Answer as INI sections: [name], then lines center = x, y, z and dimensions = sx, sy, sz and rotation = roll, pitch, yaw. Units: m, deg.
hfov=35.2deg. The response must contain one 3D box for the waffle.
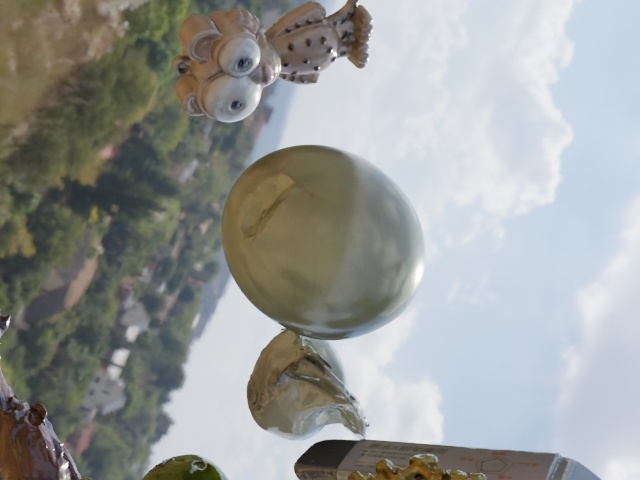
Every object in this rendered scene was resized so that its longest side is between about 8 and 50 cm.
[waffle]
center = 0.099, 0.284, 0.966
dimensions = 0.192, 0.161, 0.046
rotation = -82, 157, -50

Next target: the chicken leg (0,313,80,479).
[chicken leg]
center = -0.396, 0.216, 1.256
dimensions = 0.113, 0.304, 0.093
rotation = -25, 176, -2

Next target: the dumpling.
[dumpling]
center = -0.010, 0.199, 1.296
dimensions = 0.142, 0.172, 0.247
rotation = -53, -172, -14

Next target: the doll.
[doll]
center = -0.061, -0.251, 1.327
dimensions = 0.154, 0.278, 0.119
rotation = 85, -21, -48

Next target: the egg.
[egg]
center = 0.000, 0.000, 1.174
dimensions = 0.269, 0.219, 0.219
rotation = 31, -80, 49

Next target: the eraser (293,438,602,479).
[eraser]
center = 0.142, 0.267, 1.108
dimensions = 0.089, 0.352, 0.061
rotation = -34, 119, -61

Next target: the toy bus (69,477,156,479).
[toy bus]
center = -0.291, 0.285, 0.895
dimensions = 0.123, 0.336, 0.121
rotation = -169, -105, -74

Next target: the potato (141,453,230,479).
[potato]
center = -0.185, 0.395, 1.287
dimensions = 0.148, 0.186, 0.253
rotation = 25, -73, 64
